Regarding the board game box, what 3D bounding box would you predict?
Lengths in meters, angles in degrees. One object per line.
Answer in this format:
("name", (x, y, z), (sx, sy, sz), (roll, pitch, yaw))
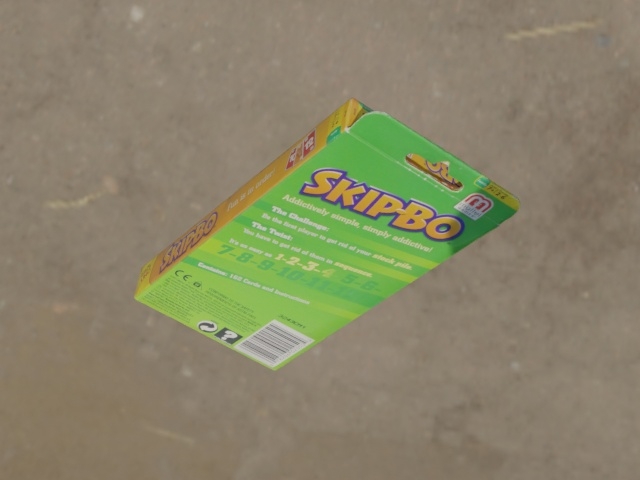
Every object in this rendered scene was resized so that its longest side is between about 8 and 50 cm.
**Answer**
("board game box", (0.000, 0.000, 0.943), (0.124, 0.039, 0.259), (30, 139, -25))
